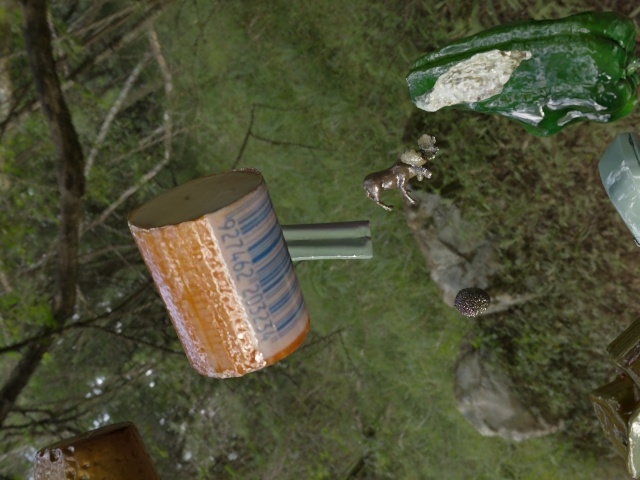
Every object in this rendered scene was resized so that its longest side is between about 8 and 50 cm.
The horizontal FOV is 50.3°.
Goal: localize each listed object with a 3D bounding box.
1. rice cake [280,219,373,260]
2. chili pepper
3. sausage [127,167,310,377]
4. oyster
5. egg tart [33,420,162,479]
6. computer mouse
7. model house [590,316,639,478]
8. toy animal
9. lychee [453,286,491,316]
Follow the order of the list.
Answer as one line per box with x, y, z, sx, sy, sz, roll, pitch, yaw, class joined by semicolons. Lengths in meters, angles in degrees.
-0.001;0.001;1.395;0.042;0.221;0.080;142;124;-76;rice cake
0.346;-0.267;1.172;0.384;0.168;0.213;2;153;34;chili pepper
-0.158;0.048;1.125;0.233;0.233;0.287;23;138;55;sausage
0.154;-0.160;0.681;0.100;0.098;0.037;145;111;-78;oyster
-0.329;0.358;1.005;0.202;0.202;0.147;147;108;-74;egg tart
0.504;-0.034;0.983;0.097;0.159;0.288;-32;110;29;computer mouse
0.591;0.256;1.250;0.173;0.268;0.239;29;-158;-24;model house
0.214;-0.174;1.783;0.094;0.214;0.186;-105;-2;-50;toy animal
0.327;0.134;1.479;0.068;0.083;0.067;53;-154;-35;lychee
